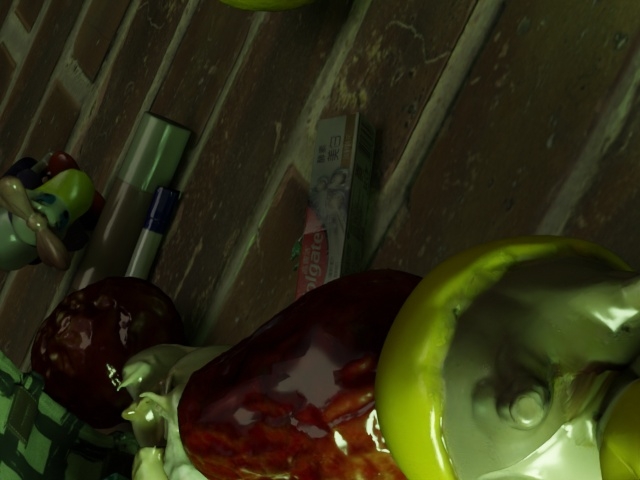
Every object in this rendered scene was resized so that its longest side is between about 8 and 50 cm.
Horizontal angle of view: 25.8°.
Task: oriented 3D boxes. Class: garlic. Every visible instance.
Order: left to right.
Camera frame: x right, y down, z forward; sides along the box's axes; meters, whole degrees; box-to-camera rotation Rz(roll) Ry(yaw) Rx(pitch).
[{"bbox_3d":[-0.091,0.183,1.306,0.185,0.203,0.281,-31,35,16],"label":"garlic"}]

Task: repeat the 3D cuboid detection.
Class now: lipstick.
[{"bbox_3d":[-0.252,-0.043,1.863,0.254,0.070,0.070,-66,28,7],"label":"lipstick"}]

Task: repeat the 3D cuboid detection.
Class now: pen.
[{"bbox_3d":[-0.243,0.056,1.826,0.033,0.033,0.269,23,93,62],"label":"pen"}]

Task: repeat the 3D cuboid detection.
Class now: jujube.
[{"bbox_3d":[-0.250,0.134,1.655,0.250,0.174,0.174,140,141,-60],"label":"jujube"},{"bbox_3d":[0.013,0.128,1.126,0.255,0.190,0.190,-17,54,27],"label":"jujube"}]

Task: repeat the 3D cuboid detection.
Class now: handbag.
[{"bbox_3d":[-0.322,0.304,1.421,0.162,0.325,0.327,-6,52,49],"label":"handbag"}]

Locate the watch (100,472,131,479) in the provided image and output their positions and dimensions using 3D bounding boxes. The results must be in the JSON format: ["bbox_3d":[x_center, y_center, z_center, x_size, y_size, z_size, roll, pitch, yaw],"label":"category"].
[{"bbox_3d":[-0.156,0.316,1.338,0.068,0.195,0.237,-41,12,-2],"label":"watch"}]

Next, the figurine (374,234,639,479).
[{"bbox_3d":[0.188,0.103,0.890,0.344,0.215,0.187,12,127,51],"label":"figurine"}]

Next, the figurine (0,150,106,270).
[{"bbox_3d":[-0.407,-0.034,1.977,0.193,0.154,0.421,-38,10,-23],"label":"figurine"}]

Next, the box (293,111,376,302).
[{"bbox_3d":[0.015,-0.022,1.393,0.055,0.039,0.218,-6,64,30],"label":"box"}]

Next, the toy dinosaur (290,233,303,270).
[{"bbox_3d":[0.000,0.000,1.443,0.083,0.021,0.062,-55,34,-1],"label":"toy dinosaur"}]

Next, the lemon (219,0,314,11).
[{"bbox_3d":[-0.044,-0.374,1.547,0.263,0.236,0.236,104,168,-56],"label":"lemon"}]
